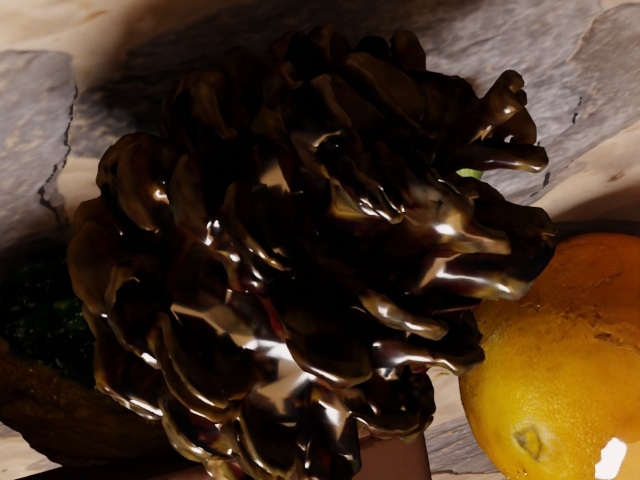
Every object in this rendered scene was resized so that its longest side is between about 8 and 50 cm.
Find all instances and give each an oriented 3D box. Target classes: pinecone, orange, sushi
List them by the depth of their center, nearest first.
[{"bbox_3d":[-0.011,0.002,0.700,0.243,0.243,0.257,-5,151,-30],"label":"pinecone"},{"bbox_3d":[-0.104,0.056,0.859,0.287,0.140,0.149,-20,-168,-3],"label":"sushi"},{"bbox_3d":[0.231,0.110,1.105,0.240,0.240,0.240,-17,155,-8],"label":"orange"}]

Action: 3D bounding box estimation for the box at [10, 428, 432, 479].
[{"bbox_3d":[-0.081,0.251,0.896,0.239,0.229,0.339,-15,176,40],"label":"box"}]

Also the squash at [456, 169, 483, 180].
[{"bbox_3d":[0.067,-0.015,0.920,0.066,0.066,0.229,-14,155,-15],"label":"squash"}]
